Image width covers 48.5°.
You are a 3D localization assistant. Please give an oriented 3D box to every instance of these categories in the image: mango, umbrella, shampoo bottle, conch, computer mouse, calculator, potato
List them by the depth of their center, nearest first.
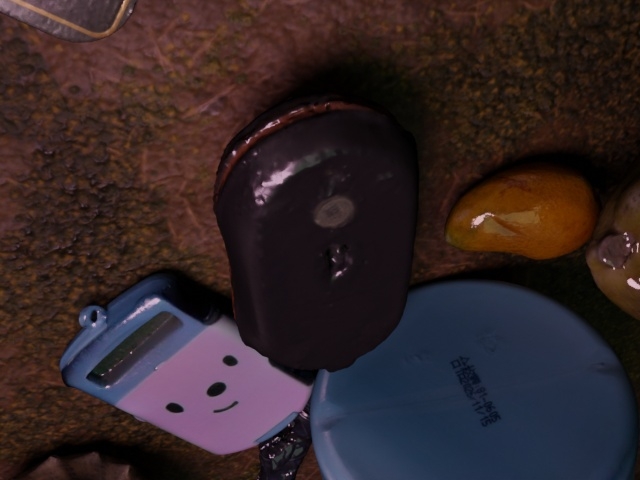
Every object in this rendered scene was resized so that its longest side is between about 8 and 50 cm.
[{"bbox_3d":[-0.001,-0.004,0.657,0.183,0.116,0.323,-11,136,-10],"label":"computer mouse"},{"bbox_3d":[0.402,-0.033,0.699,0.351,0.202,0.218,-20,150,-26],"label":"potato"},{"bbox_3d":[0.213,-0.031,0.735,0.165,0.089,0.115,6,136,-21],"label":"mango"},{"bbox_3d":[-0.136,0.141,0.770,0.173,0.051,0.293,-39,127,15],"label":"calculator"},{"bbox_3d":[0.176,0.267,0.810,0.332,0.331,0.342,-18,132,-4],"label":"shampoo bottle"},{"bbox_3d":[-0.275,0.319,0.817,0.210,0.158,0.291,-17,172,-17],"label":"conch"},{"bbox_3d":[-0.035,0.240,0.894,0.071,0.080,0.224,29,116,4],"label":"umbrella"}]

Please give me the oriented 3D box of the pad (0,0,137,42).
[{"bbox_3d":[-0.128,-0.284,0.406,0.315,0.063,0.375,18,121,-32],"label":"pad"}]
